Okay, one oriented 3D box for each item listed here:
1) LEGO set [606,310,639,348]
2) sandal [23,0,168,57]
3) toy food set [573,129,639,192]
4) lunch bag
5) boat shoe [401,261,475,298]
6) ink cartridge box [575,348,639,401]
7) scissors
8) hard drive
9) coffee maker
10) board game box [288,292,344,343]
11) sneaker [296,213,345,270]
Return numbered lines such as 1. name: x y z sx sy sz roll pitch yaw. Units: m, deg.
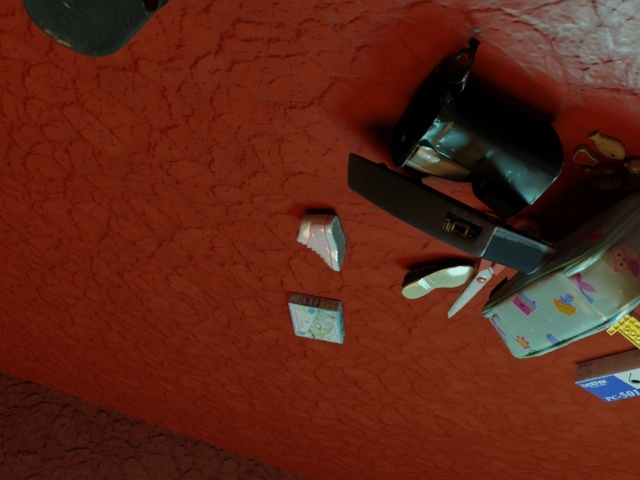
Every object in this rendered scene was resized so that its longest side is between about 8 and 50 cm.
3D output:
1. LEGO set: 0.568 0.131 1.298 0.287 0.107 0.132 8 116 20
2. sandal: -0.197 -0.300 0.849 0.167 0.107 0.445 29 148 -24
3. toy food set: 0.375 -0.093 1.038 0.122 0.019 0.078 25 149 -18
4. lunch bag: 0.359 0.042 1.090 0.108 0.224 0.279 51 149 4
5. boat shoe: 0.199 0.059 1.363 0.133 0.042 0.049 -20 128 26
6. ink cartridge box: 0.591 0.249 1.506 0.097 0.046 0.207 29 148 -22
7. scissors: 0.277 0.054 1.297 0.109 0.021 0.297 6 142 3
8. hard drive: 0.159 -0.034 1.038 0.172 0.054 0.254 16 -168 -47
9. coffee maker: 0.200 -0.122 0.961 0.178 0.120 0.171 22 152 -17
10. board game box: -0.006 0.161 1.645 0.103 0.026 0.154 9 151 10
11. sneaker: 0.000 0.000 1.342 0.070 0.051 0.134 7 147 17
